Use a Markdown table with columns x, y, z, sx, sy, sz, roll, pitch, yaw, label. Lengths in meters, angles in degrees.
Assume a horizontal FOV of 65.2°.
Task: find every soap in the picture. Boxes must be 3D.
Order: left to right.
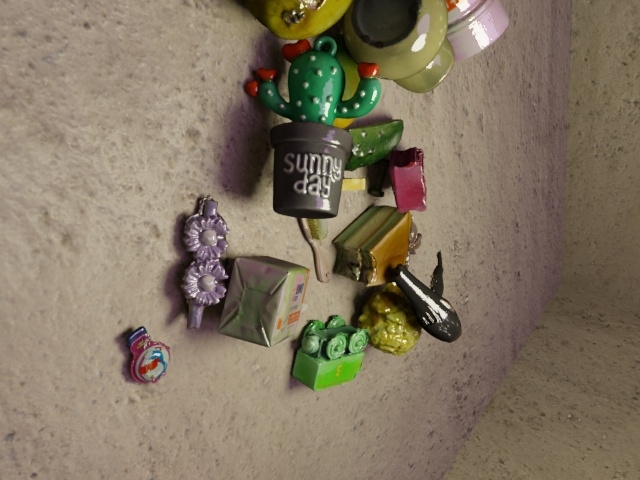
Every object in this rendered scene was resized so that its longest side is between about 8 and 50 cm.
| x | y | z | sx | sy | sz | roll | pitch | yaw | label |
| --- | --- | --- | --- | --- | --- | --- | --- | --- | --- |
| -0.126 | 0.136 | 1.175 | 0.199 | 0.138 | 0.182 | 6 | 98 | -77 | soap |
| 0.008 | -0.152 | 1.317 | 0.252 | 0.092 | 0.037 | -9 | 106 | -48 | soap |
| 0.275 | -0.197 | 1.524 | 0.250 | 0.099 | 0.162 | -66 | 142 | -61 | soap |

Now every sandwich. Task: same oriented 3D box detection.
| x | y | z | sx | sy | sz | roll | pitch | yaw | label |
| --- | --- | --- | --- | --- | --- | --- | --- | --- | --- |
| 0.151 | 0.007 | 1.486 | 0.198 | 0.155 | 0.228 | -1 | 103 | -50 | sandwich |

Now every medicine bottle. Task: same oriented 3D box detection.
| x | y | z | sx | sy | sz | roll | pitch | yaw | label |
| --- | --- | --- | --- | --- | --- | --- | --- | --- | --- |
| 0.331 | -0.699 | 1.346 | 0.388 | 0.219 | 0.219 | 47 | 66 | -29 | medicine bottle |

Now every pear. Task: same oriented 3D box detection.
| x | y | z | sx | sy | sz | roll | pitch | yaw | label |
| --- | --- | --- | --- | --- | --- | --- | --- | --- | --- |
| -0.039 | -0.555 | 1.011 | 0.269 | 0.269 | 0.321 | 30 | 61 | -50 | pear |

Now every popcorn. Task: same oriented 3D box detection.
| x | y | z | sx | sy | sz | roll | pitch | yaw | label |
| --- | --- | --- | --- | --- | --- | --- | --- | --- | --- |
| 0.236 | 0.233 | 1.613 | 0.237 | 0.205 | 0.252 | 9 | 103 | -64 | popcorn |

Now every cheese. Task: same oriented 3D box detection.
| x | y | z | sx | sy | sz | roll | pitch | yaw | label |
| --- | --- | --- | --- | --- | --- | --- | --- | --- | --- |
| -0.363 | 0.243 | 1.053 | 0.095 | 0.038 | 0.145 | -40 | 131 | -34 | cheese |

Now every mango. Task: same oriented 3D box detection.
| x | y | z | sx | sy | sz | roll | pitch | yaw | label |
| --- | --- | --- | --- | --- | --- | --- | --- | --- | --- |
| 0.040 | -0.396 | 1.264 | 0.156 | 0.114 | 0.251 | 22 | 69 | -32 | mango |

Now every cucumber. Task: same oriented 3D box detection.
| x | y | z | sx | sy | sz | roll | pitch | yaw | label |
| --- | --- | --- | --- | --- | --- | --- | --- | --- | --- |
| 0.154 | -0.281 | 1.443 | 0.325 | 0.105 | 0.145 | -26 | 120 | -46 | cucumber |

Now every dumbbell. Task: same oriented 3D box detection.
| x | y | z | sx | sy | sz | roll | pitch | yaw | label |
| --- | --- | --- | --- | --- | --- | --- | --- | --- | --- |
| 0.185 | -0.192 | 1.543 | 0.046 | 0.052 | 0.118 | 12 | 94 | -10 | dumbbell |

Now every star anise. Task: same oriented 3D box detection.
| x | y | z | sx | sy | sz | roll | pitch | yaw | label |
| --- | --- | --- | --- | --- | --- | --- | --- | --- | --- |
| 0.280 | 0.015 | 1.707 | 0.212 | 0.073 | 0.197 | -52 | 140 | -28 | star anise |

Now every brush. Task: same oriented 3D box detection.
| x | y | z | sx | sy | sz | roll | pitch | yaw | label |
| --- | --- | --- | --- | --- | --- | --- | --- | --- | --- |
| 0.000 | 0.001 | 1.384 | 0.072 | 0.067 | 0.313 | -41 | 132 | -35 | brush |

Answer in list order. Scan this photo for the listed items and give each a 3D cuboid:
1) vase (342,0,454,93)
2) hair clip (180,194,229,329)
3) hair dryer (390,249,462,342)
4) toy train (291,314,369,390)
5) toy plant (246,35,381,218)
| x | y | z | sx | sy | sz | roll | pitch | yaw | label |
| --- | --- | --- | --- | --- | --- | --- | --- | --- | --- |
| 0.165 | -0.529 | 1.220 | 0.241 | 0.329 | 0.302 | -50 | 164 | 17 | vase |
| -0.253 | 0.048 | 1.092 | 0.106 | 0.084 | 0.292 | 4 | 96 | -26 | hair clip |
| 0.336 | 0.118 | 1.562 | 0.304 | 0.120 | 0.359 | 46 | 35 | -16 | hair dryer |
| 0.034 | 0.333 | 1.484 | 0.243 | 0.132 | 0.188 | 0 | 107 | -47 | toy train |
| -0.009 | -0.254 | 1.112 | 0.185 | 0.279 | 0.400 | 11 | 82 | -58 | toy plant |
